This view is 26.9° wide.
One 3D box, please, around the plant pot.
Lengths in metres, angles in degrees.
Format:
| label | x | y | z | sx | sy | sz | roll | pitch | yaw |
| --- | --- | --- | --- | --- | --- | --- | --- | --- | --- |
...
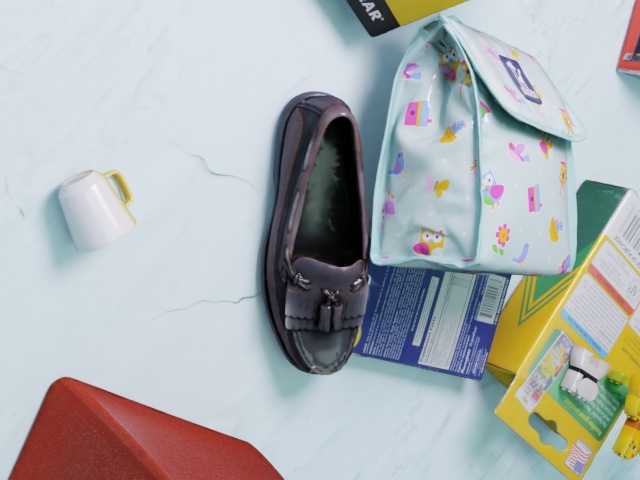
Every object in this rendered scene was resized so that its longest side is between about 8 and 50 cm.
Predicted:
| label | x | y | z | sx | sy | sz | roll | pitch | yaw |
| --- | --- | --- | --- | --- | --- | --- | --- | --- | --- |
| plant pot | -0.149 | 0.320 | 1.279 | 0.267 | 0.235 | 0.267 | 27 | 85 | -38 |

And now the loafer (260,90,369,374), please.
| label | x | y | z | sx | sy | sz | roll | pitch | yaw |
| --- | --- | --- | --- | --- | --- | --- | --- | --- | --- |
| loafer | 0.000 | 0.000 | 1.382 | 0.109 | 0.095 | 0.303 | -4 | 101 | -18 |

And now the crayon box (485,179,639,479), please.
| label | x | y | z | sx | sy | sz | roll | pitch | yaw |
| --- | --- | --- | --- | --- | --- | --- | --- | --- | --- |
| crayon box | 0.324 | 0.114 | 1.665 | 0.203 | 0.083 | 0.323 | 42 | 76 | -36 |

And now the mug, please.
| label | x | y | z | sx | sy | sz | roll | pitch | yaw |
| --- | --- | --- | --- | --- | --- | --- | --- | --- | --- |
| mug | -0.215 | -0.033 | 1.264 | 0.062 | 0.078 | 0.064 | -23 | 109 | 6 |

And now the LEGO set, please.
| label | x | y | z | sx | sy | sz | roll | pitch | yaw |
| --- | --- | --- | --- | --- | --- | --- | --- | --- | --- |
| LEGO set | 0.380 | 0.221 | 1.627 | 0.227 | 0.087 | 0.093 | 33 | 81 | -36 |

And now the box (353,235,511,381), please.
| label | x | y | z | sx | sy | sz | roll | pitch | yaw |
| --- | --- | --- | --- | --- | --- | --- | --- | --- | --- |
| box | 0.112 | 0.076 | 1.530 | 0.225 | 0.036 | 0.136 | 15 | 92 | -36 |

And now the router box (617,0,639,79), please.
| label | x | y | z | sx | sy | sz | roll | pitch | yaw |
| --- | --- | --- | --- | --- | --- | --- | --- | --- | --- |
| router box | 0.554 | -0.317 | 1.723 | 0.335 | 0.082 | 0.301 | 12 | 94 | -37 |

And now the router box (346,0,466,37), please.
| label | x | y | z | sx | sy | sz | roll | pitch | yaw |
| --- | --- | --- | --- | --- | --- | --- | --- | --- | --- |
| router box | 0.081 | -0.365 | 1.271 | 0.309 | 0.242 | 0.081 | 51 | 36 | -33 |

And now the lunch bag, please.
| label | x | y | z | sx | sy | sz | roll | pitch | yaw |
| --- | --- | --- | --- | --- | --- | --- | --- | --- | --- |
| lunch bag | 0.172 | -0.095 | 1.427 | 0.223 | 0.160 | 0.262 | 8 | 85 | -53 |
